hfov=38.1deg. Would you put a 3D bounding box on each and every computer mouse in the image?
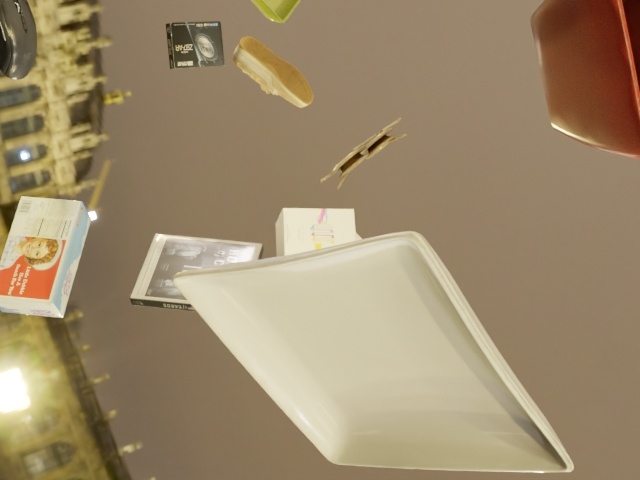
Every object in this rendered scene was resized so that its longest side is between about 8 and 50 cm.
[{"bbox_3d":[-0.694,-0.491,2.023,0.060,0.184,0.262,0,-90,34],"label":"computer mouse"}]

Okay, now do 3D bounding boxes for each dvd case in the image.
[{"bbox_3d":[-0.252,0.069,1.909,0.030,0.238,0.179,83,15,-48],"label":"dvd case"}]

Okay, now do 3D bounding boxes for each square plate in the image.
[{"bbox_3d":[0.054,0.128,1.002,0.347,0.049,0.344,-10,-53,42],"label":"square plate"}]

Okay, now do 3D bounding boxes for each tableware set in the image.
[{"bbox_3d":[0.094,-0.171,1.866,0.039,0.194,0.128,51,-46,2],"label":"tableware set"}]

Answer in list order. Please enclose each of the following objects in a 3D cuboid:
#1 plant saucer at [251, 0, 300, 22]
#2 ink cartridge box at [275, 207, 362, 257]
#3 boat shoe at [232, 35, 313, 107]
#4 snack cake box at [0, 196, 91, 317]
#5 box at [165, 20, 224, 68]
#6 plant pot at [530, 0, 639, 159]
[{"bbox_3d":[-0.123,-0.571,1.995,0.045,0.188,0.188,-27,-65,40],"label":"plant saucer"},{"bbox_3d":[0.000,0.000,1.591,0.092,0.143,0.090,125,-36,-70],"label":"ink cartridge box"},{"bbox_3d":[-0.088,-0.300,1.696,0.170,0.063,0.059,41,-44,-7],"label":"boat shoe"},{"bbox_3d":[-0.638,0.036,2.123,0.089,0.152,0.264,83,14,-62],"label":"snack cake box"},{"bbox_3d":[-0.186,-0.291,1.376,0.018,0.083,0.067,10,-74,57],"label":"box"},{"bbox_3d":[0.449,-0.265,1.298,0.235,0.267,0.267,5,-69,65],"label":"plant pot"}]
